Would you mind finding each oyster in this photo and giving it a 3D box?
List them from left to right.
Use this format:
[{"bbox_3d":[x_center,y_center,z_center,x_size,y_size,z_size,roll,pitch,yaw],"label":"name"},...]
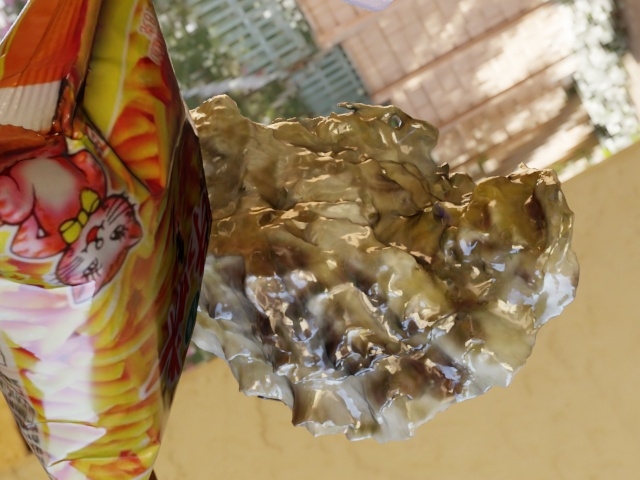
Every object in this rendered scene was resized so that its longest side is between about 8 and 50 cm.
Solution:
[{"bbox_3d":[-0.001,0.000,0.962,0.351,0.238,0.115,34,177,24],"label":"oyster"}]

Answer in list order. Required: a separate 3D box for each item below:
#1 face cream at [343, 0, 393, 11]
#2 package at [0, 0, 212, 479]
[{"bbox_3d":[-0.041,-0.177,0.656,0.198,0.084,0.057,18,174,-32],"label":"face cream"},{"bbox_3d":[-0.116,-0.007,0.697,0.288,0.108,0.223,86,-168,-46],"label":"package"}]
